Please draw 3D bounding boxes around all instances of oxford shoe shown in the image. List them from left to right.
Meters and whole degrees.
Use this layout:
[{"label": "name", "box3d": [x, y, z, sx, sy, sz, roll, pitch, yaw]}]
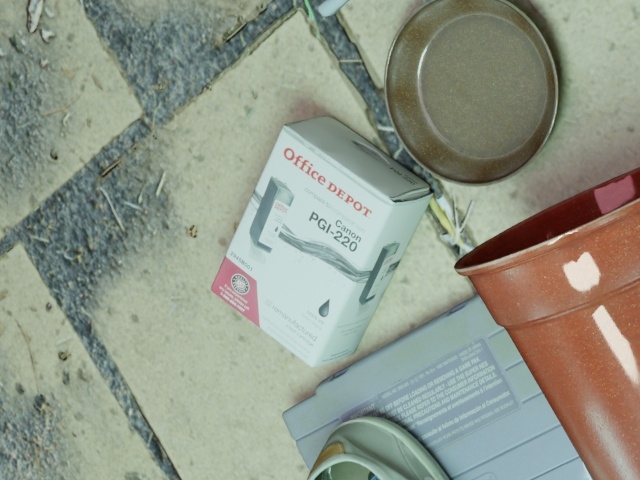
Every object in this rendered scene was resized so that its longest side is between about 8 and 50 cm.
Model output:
[{"label": "oxford shoe", "box3d": [0.140, 0.364, 1.952, 0.449, 0.130, 0.169, 46, 122, 17]}]

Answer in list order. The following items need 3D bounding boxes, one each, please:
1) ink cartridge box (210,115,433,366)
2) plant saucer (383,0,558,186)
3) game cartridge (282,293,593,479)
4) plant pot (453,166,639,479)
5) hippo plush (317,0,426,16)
[{"label": "ink cartridge box", "box3d": [0.000, 0.000, 2.065, 0.158, 0.092, 0.218, 36, 115, 22]}, {"label": "plant saucer", "box3d": [0.157, -0.154, 1.964, 0.199, 0.036, 0.198, 7, 102, 33]}, {"label": "game cartridge", "box3d": [0.140, 0.200, 2.034, 0.355, 0.068, 0.230, -31, 78, 34]}, {"label": "plant pot", "box3d": [0.302, 0.085, 1.798, 0.272, 0.272, 0.265, -23, 95, 34]}, {"label": "hippo plush", "box3d": [0.104, -0.359, 1.814, 0.234, 0.294, 0.236, -9, 89, -4]}]
